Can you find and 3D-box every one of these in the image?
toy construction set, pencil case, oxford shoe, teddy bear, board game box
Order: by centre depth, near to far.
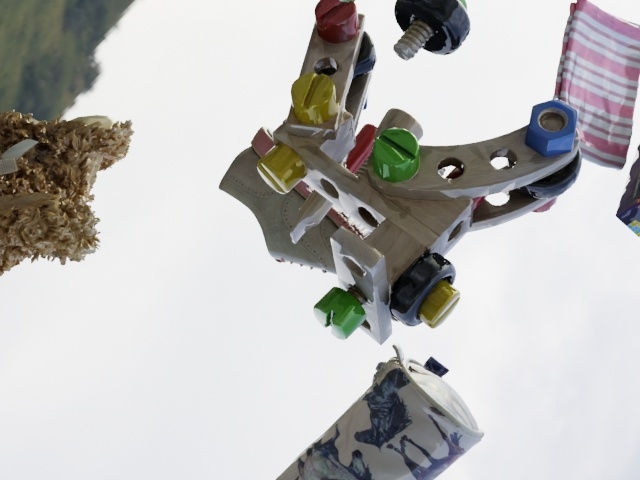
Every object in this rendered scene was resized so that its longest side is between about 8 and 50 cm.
[{"bbox_3d":[0.032,-0.037,0.881,0.237,0.257,0.309,-52,-177,-17],"label":"toy construction set"},{"bbox_3d":[-0.303,-0.016,1.017,0.245,0.113,0.338,-5,-145,9],"label":"teddy bear"},{"bbox_3d":[0.465,-0.102,1.416,0.141,0.048,0.170,-39,-165,45],"label":"board game box"},{"bbox_3d":[0.000,0.000,1.560,0.130,0.348,0.123,-45,170,13],"label":"oxford shoe"},{"bbox_3d":[0.041,0.343,1.620,0.410,0.160,0.183,-44,-108,14],"label":"pencil case"}]

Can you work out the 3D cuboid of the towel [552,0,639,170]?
[{"bbox_3d":[0.362,-0.199,1.408,0.029,0.144,0.197,6,-96,55],"label":"towel"}]
